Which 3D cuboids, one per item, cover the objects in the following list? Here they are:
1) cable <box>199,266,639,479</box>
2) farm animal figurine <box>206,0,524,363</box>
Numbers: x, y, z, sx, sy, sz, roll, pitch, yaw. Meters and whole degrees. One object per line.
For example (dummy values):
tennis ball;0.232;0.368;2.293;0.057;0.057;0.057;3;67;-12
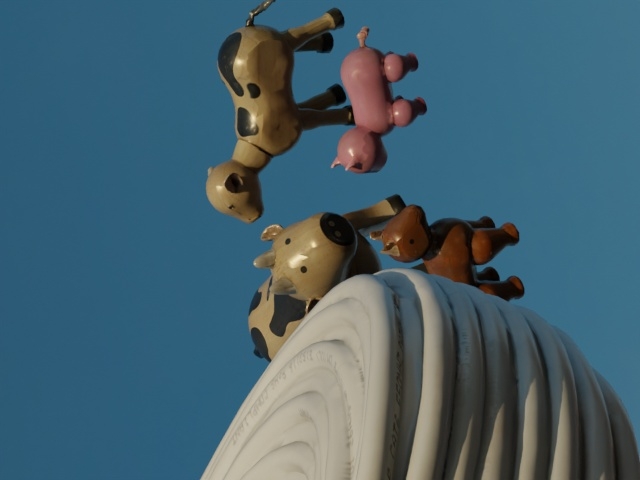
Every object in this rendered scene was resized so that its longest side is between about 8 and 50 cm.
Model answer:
cable;0.002;0.134;0.524;0.089;0.257;0.257;23;-74;-12
farm animal figurine;0.000;0.000;1.505;0.172;0.327;0.330;-19;-128;-26
